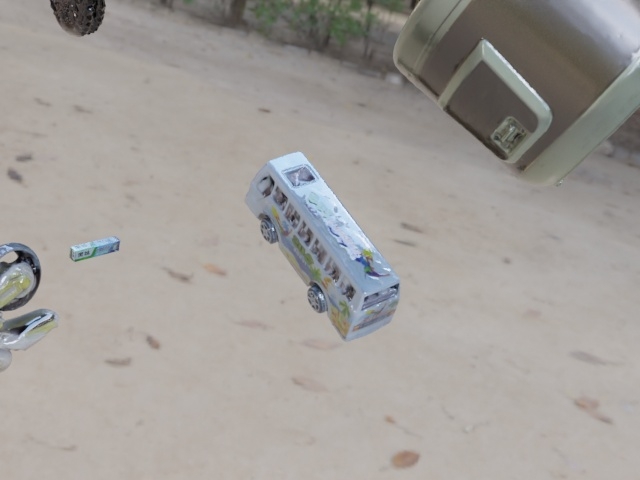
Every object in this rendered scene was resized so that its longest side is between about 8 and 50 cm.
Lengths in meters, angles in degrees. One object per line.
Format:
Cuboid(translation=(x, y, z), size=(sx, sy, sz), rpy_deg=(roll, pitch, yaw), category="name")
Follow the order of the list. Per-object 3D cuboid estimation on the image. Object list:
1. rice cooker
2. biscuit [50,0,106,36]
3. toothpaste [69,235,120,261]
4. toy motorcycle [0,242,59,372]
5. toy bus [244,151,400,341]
Cuboid(translation=(0.276, -0.270, 1.252), size=(0.325, 0.335, 0.335), rpy_deg=(44, 21, 5), category="rice cooker")
Cuboid(translation=(-0.391, -0.416, 1.538), size=(0.053, 0.194, 0.194), rpy_deg=(-16, 30, -31), category="biscuit")
Cuboid(translation=(-0.352, 0.013, 1.520), size=(0.017, 0.020, 0.083), rpy_deg=(34, 34, 33), category="toothpaste")
Cuboid(translation=(-0.481, 0.147, 1.249), size=(0.108, 0.222, 0.341), rpy_deg=(14, 35, 35), category="toy motorcycle")
Cuboid(translation=(0.000, 0.000, 1.585), size=(0.109, 0.136, 0.329), rpy_deg=(-22, 60, -27), category="toy bus")
